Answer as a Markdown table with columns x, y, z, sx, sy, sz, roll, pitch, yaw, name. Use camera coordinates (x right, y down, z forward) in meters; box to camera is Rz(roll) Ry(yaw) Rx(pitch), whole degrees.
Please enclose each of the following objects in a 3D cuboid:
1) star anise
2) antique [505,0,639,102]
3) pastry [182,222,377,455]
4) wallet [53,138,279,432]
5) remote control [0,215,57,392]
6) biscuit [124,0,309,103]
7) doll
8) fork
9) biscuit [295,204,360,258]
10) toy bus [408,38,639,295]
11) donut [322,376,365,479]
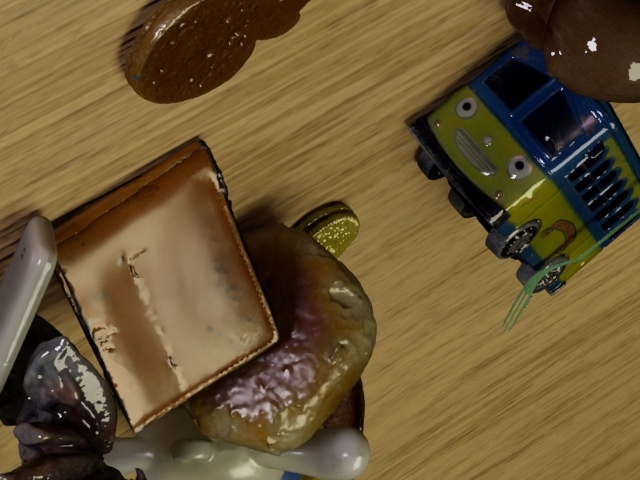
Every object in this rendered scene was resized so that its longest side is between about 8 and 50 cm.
| x | y | z | sx | sy | sz | roll | pitch | yaw | name |
| --- | --- | --- | --- | --- | --- | --- | --- | --- | --- |
| -0.206 | 0.185 | 1.515 | 0.129 | 0.283 | 0.212 | -12 | 176 | -16 | star anise |
| 0.304 | -0.180 | 1.647 | 0.257 | 0.143 | 0.121 | 2 | 123 | -24 | antique |
| -0.048 | 0.087 | 1.662 | 0.192 | 0.182 | 0.093 | -42 | 158 | 2 | pastry |
| -0.128 | 0.037 | 1.539 | 0.161 | 0.042 | 0.195 | -34 | 120 | -20 | wallet |
| -0.263 | 0.099 | 1.477 | 0.029 | 0.067 | 0.261 | 16 | 116 | -22 | remote control |
| -0.068 | -0.163 | 1.383 | 0.175 | 0.026 | 0.124 | -35 | 158 | -8 | biscuit |
| -0.065 | 0.194 | 1.809 | 0.311 | 0.159 | 0.242 | -7 | 149 | 31 | doll |
| 0.260 | 0.004 | 1.829 | 0.235 | 0.021 | 0.039 | -42 | 161 | 7 | fork |
| 0.000 | 0.000 | 1.777 | 0.084 | 0.023 | 0.084 | -32 | 156 | -16 | biscuit |
| 0.209 | -0.069 | 1.819 | 0.175 | 0.138 | 0.287 | -40 | 157 | 4 | toy bus |
| -0.025 | 0.243 | 2.035 | 0.295 | 0.151 | 0.112 | -47 | 166 | 16 | donut |
